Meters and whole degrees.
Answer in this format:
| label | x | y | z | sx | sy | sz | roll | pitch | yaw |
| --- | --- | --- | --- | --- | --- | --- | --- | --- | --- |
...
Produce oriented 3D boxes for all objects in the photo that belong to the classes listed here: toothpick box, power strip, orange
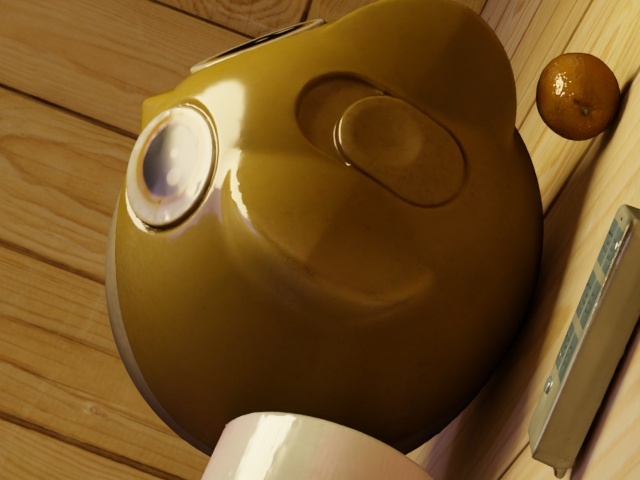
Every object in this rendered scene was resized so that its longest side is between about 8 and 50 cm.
| label | x | y | z | sx | sy | sz | roll | pitch | yaw |
| --- | --- | --- | --- | --- | --- | --- | --- | --- | --- |
| toothpick box | 0.000 | 0.000 | 1.732 | 0.425 | 0.409 | 0.409 | 120 | 171 | -59 |
| power strip | 0.186 | 0.065 | 1.248 | 0.081 | 0.035 | 0.192 | -76 | 7 | -79 |
| orange | 0.227 | -0.127 | 1.636 | 0.085 | 0.085 | 0.085 | -159 | 90 | -89 |

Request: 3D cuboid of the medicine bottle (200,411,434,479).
| label | x | y | z | sx | sy | sz | roll | pitch | yaw |
| --- | --- | --- | --- | --- | --- | --- | --- | --- | --- |
| medicine bottle | -0.038 | 0.331 | 1.533 | 0.256 | 0.256 | 0.325 | 113 | 180 | -62 |
